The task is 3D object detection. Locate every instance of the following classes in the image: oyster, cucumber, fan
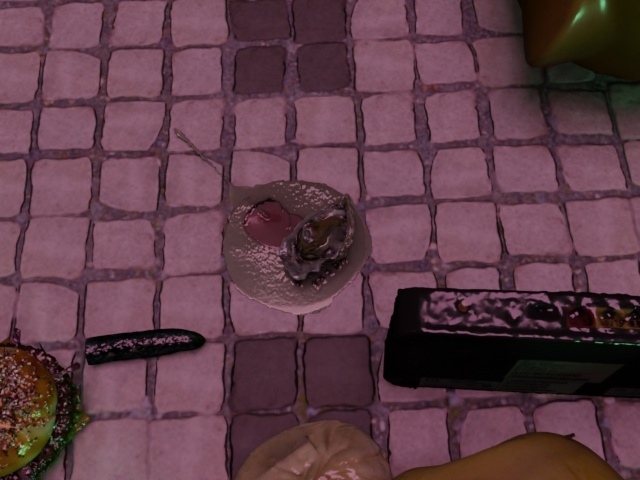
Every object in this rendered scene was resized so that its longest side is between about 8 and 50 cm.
[{"bbox_3d":[0.000,-0.001,0.941,0.100,0.037,0.098,-22,51,9],"label":"oyster"},{"bbox_3d":[-0.195,0.116,0.890,0.133,0.032,0.032,-7,66,-2],"label":"cucumber"},{"bbox_3d":[-0.080,-0.043,0.972,0.310,0.010,0.182,42,72,15],"label":"fan"}]

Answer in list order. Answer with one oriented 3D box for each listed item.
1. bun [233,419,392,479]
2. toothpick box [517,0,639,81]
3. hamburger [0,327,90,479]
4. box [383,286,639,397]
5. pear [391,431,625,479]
[{"bbox_3d":[-0.011,0.266,0.781,0.188,0.111,0.164,-26,66,-8],"label":"bun"},{"bbox_3d":[0.424,-0.383,0.922,0.425,0.409,0.409,-8,66,-6],"label":"toothpick box"},{"bbox_3d":[-0.344,0.187,0.824,0.164,0.093,0.190,27,70,11],"label":"hamburger"},{"bbox_3d":[0.243,0.108,0.798,0.350,0.211,0.058,3,68,2],"label":"box"},{"bbox_3d":[0.159,0.314,0.658,0.309,0.309,0.309,0,66,0],"label":"pear"}]
